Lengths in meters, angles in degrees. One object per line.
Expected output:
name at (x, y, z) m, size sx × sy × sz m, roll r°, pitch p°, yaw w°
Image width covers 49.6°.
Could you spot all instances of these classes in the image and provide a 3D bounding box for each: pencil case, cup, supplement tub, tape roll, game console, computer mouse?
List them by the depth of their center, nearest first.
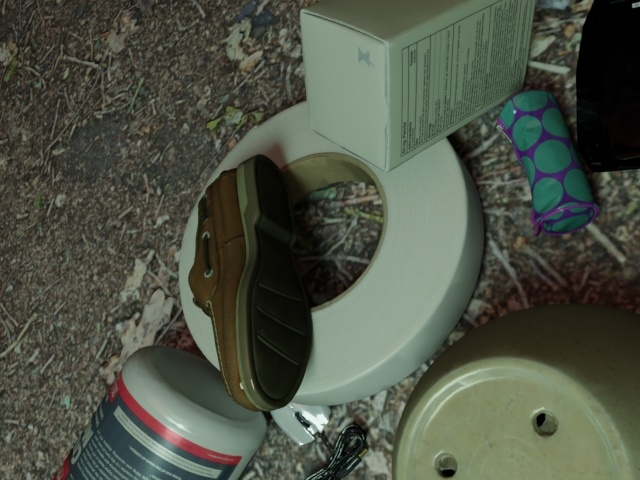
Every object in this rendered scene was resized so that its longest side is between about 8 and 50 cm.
cup at (0.189, 0.196, 0.572) m, size 0.331 × 0.237 × 0.331 m, roll -11°, pitch 69°, yaw 31°
game console at (0.431, -0.182, 0.659) m, size 0.361 × 0.044 × 0.213 m, roll -3°, pitch 75°, yaw 34°
pencil case at (0.239, -0.083, 0.738) m, size 0.070 × 0.064 × 0.152 m, roll -17°, pitch 64°, yaw 11°
computer mouse at (-0.027, 0.206, 0.832) m, size 0.106 × 0.042 × 0.193 m, roll -48°, pitch 55°, yaw 12°
supplement tub at (-0.208, 0.283, 0.835) m, size 0.191 × 0.191 × 0.272 m, roll 36°, pitch 95°, yaw 36°
tape roll at (0.000, 0.000, 0.840) m, size 0.392 × 0.072 × 0.392 m, roll -13°, pitch 62°, yaw 26°

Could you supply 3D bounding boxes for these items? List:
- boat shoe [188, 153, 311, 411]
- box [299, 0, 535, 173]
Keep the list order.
boat shoe at (-0.084, 0.051, 0.764) m, size 0.104 × 0.111 × 0.307 m, roll -23°, pitch 48°, yaw 24°
box at (0.107, -0.202, 0.746) m, size 0.232 × 0.149 × 0.127 m, roll -32°, pitch 48°, yaw -28°
